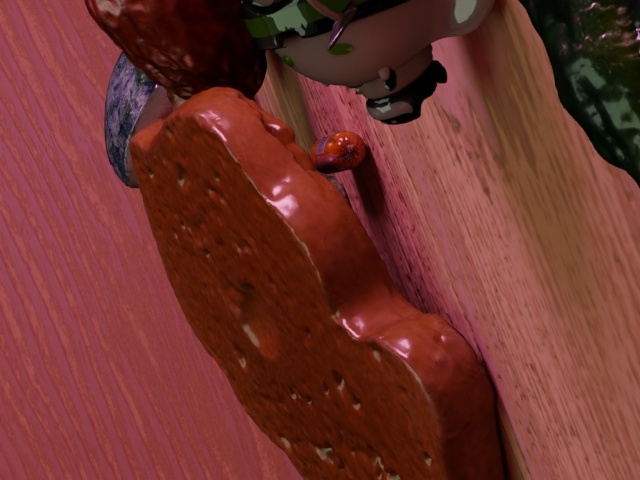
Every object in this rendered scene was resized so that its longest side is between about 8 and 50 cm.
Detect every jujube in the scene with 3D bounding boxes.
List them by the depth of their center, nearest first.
[{"bbox_3d":[-0.121,-0.215,1.037,0.168,0.168,0.236,64,-175,37],"label":"jujube"}]

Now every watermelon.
[{"bbox_3d":[-0.191,-0.147,1.539,0.226,0.148,0.318,32,-169,3],"label":"watermelon"}]

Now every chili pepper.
[{"bbox_3d":[0.077,-0.084,0.354,0.073,0.050,0.182,70,177,-52],"label":"chili pepper"}]

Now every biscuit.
[{"bbox_3d":[-0.016,0.070,0.916,0.455,0.078,0.349,50,151,24],"label":"biscuit"}]

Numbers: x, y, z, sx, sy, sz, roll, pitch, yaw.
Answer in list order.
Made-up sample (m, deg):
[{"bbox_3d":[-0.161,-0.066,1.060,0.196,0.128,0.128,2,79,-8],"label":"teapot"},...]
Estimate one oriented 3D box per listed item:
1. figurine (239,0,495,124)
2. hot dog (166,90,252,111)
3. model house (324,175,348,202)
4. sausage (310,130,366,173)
[{"bbox_3d":[0.000,-0.137,0.508,0.147,0.126,0.192,5,128,60],"label":"figurine"},{"bbox_3d":[-0.123,-0.157,1.352,0.146,0.103,0.213,-60,-37,-73],"label":"hot dog"},{"bbox_3d":[-0.014,-0.008,1.013,0.066,0.083,0.078,-133,26,-67],"label":"model house"},{"bbox_3d":[0.014,-0.067,0.872,0.107,0.031,0.031,-165,56,-81],"label":"sausage"}]
